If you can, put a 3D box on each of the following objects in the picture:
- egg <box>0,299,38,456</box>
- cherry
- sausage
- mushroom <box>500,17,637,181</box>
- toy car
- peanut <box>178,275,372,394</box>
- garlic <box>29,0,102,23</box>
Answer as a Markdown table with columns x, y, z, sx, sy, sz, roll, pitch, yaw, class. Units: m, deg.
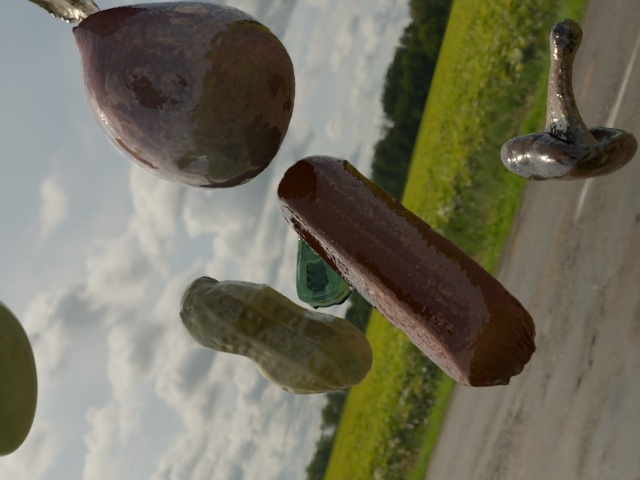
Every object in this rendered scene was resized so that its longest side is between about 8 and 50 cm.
| x | y | z | sx | sy | sz | roll | pitch | yaw | class |
| --- | --- | --- | --- | --- | --- | --- | --- | --- | --- |
| -0.564 | 0.213 | 1.480 | 0.218 | 0.218 | 0.295 | -59 | -52 | -76 | egg |
| -0.150 | -0.156 | 1.024 | 0.239 | 0.239 | 0.206 | -47 | -46 | -82 | cherry |
| 0.073 | 0.017 | 0.943 | 0.097 | 0.348 | 0.094 | -44 | -35 | -6 | sausage |
| 0.336 | -0.194 | 1.292 | 0.227 | 0.148 | 0.217 | 4 | 103 | 64 | mushroom |
| 0.000 | 0.000 | 1.266 | 0.058 | 0.093 | 0.186 | 23 | -119 | -51 | toy car |
| -0.066 | 0.134 | 1.325 | 0.130 | 0.290 | 0.130 | -63 | -8 | -16 | peanut |
| -0.273 | -0.343 | 1.039 | 0.207 | 0.256 | 0.207 | 44 | -144 | -45 | garlic |
